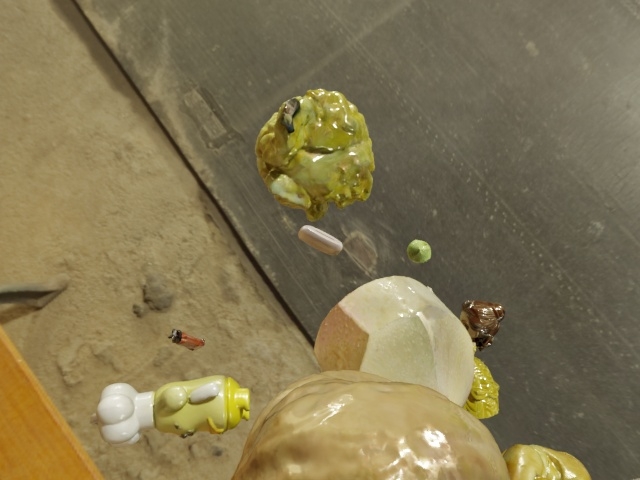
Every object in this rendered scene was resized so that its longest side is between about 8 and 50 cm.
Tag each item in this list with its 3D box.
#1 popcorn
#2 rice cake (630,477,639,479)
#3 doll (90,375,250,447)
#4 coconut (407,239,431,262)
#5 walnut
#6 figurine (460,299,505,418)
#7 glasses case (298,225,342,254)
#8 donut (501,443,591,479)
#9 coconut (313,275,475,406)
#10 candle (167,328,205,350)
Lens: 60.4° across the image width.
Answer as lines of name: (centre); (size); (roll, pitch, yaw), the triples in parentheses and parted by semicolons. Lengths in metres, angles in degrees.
popcorn: (-0.018, -0.177, 1.168); (0.237, 0.293, 0.293); (-3, 74, 49)
rice cake: (0.374, 0.409, 0.600); (0.106, 0.050, 0.298); (-2, 84, -19)
doll: (-0.155, 0.178, 0.576); (0.162, 0.106, 0.062); (-3, 57, -8)
coconut: (0.350, 0.040, 1.954); (0.087, 0.096, 0.088); (0, 81, 2)
walnut: (0.057, 0.340, 0.733); (0.381, 0.381, 0.381); (-2, 77, 11)
figurine: (0.443, 0.328, 1.605); (0.168, 0.187, 0.315); (4, 100, 25)
glasses case: (0.000, 0.000, 0.971); (0.083, 0.032, 0.021); (27, 43, -15)
donut: (0.315, 0.508, 0.875); (0.170, 0.360, 0.360); (15, 81, 18)
coconut: (0.162, 0.258, 1.136); (0.352, 0.352, 0.353); (-2, 77, 11)
candle: (-0.193, 0.143, 0.783); (0.026, 0.167, 0.021); (-2, 75, -2)
